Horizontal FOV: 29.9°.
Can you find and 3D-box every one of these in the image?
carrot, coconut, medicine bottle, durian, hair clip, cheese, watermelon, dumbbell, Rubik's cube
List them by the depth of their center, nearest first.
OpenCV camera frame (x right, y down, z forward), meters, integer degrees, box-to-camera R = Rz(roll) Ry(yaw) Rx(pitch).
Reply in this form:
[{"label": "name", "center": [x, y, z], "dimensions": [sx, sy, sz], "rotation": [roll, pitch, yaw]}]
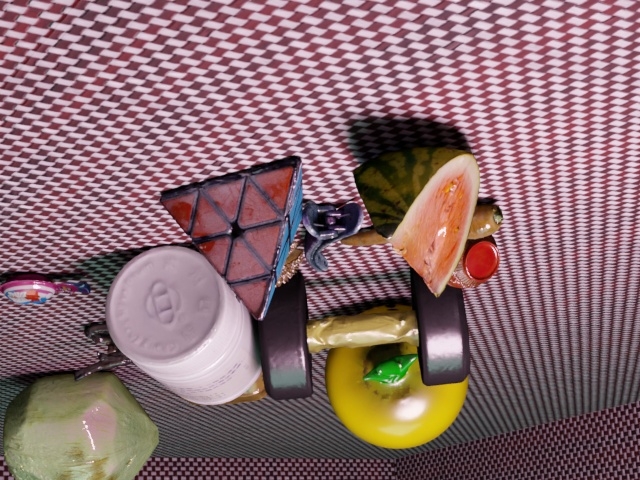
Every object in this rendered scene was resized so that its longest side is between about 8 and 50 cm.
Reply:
[{"label": "watermelon", "center": [0.102, -0.048, 1.452], "dimensions": [0.128, 0.159, 0.303], "rotation": [22, 173, 19]}, {"label": "Rubik's cube", "center": [-0.091, -0.039, 1.568], "dimensions": [0.190, 0.211, 0.178], "rotation": [24, -165, 19]}, {"label": "carrot", "center": [0.141, -0.015, 1.697], "dimensions": [0.255, 0.049, 0.049], "rotation": [-8, 163, 28]}, {"label": "hair clip", "center": [0.000, 0.000, 1.718], "dimensions": [0.083, 0.048, 0.275], "rotation": [-6, 167, -9]}, {"label": "durian", "center": [-0.095, 0.039, 1.773], "dimensions": [0.140, 0.071, 0.110], "rotation": [3, 162, -6]}, {"label": "cheese", "center": [-0.430, 0.074, 1.854], "dimensions": [0.145, 0.038, 0.095], "rotation": [-3, 163, -2]}, {"label": "medicine bottle", "center": [-0.202, 0.139, 1.861], "dimensions": [0.190, 0.189, 0.332], "rotation": [-6, 163, 5]}, {"label": "dumbbell", "center": [0.067, 0.141, 1.912], "dimensions": [0.323, 0.203, 0.203], "rotation": [-5, 163, 1]}, {"label": "coconut", "center": [-0.509, 0.418, 2.564], "dimensions": [0.329, 0.281, 0.328], "rotation": [-3, 125, -4]}]

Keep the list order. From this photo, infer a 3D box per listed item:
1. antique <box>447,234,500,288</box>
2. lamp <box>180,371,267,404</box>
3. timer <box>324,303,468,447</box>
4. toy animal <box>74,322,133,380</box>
[{"label": "antique", "center": [0.208, 0.020, 1.732], "dimensions": [0.104, 0.104, 0.104], "rotation": [-4, 163, -1]}, {"label": "lamp", "center": [-0.179, 0.225, 2.214], "dimensions": [0.185, 0.161, 0.161], "rotation": [-5, 163, 10]}, {"label": "timer", "center": [0.131, 0.235, 2.111], "dimensions": [0.285, 0.285, 0.285], "rotation": [-4, 163, -1]}, {"label": "toy animal", "center": [-0.361, 0.199, 2.203], "dimensions": [0.148, 0.084, 0.233], "rotation": [4, 158, -28]}]
